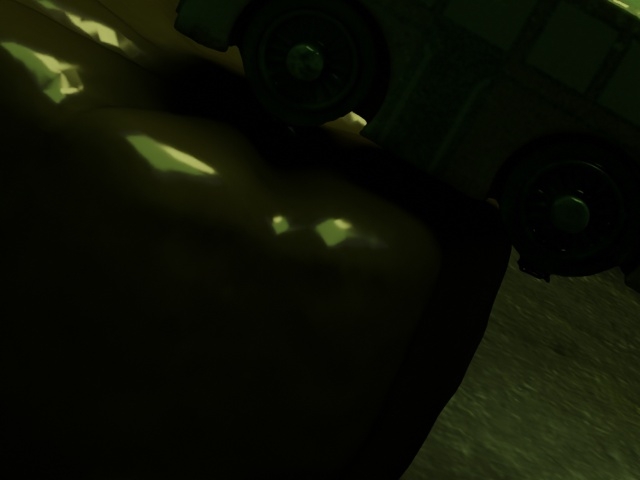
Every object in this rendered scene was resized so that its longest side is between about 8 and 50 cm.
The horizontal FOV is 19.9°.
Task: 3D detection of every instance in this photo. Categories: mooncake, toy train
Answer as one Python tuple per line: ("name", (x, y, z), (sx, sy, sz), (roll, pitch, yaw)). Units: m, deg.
("mooncake", (-0.082, -0.017, 1.011), (0.378, 0.201, 0.378), (21, 24, -10))
("toy train", (0.090, -0.092, 0.924), (0.326, 0.159, 0.129), (30, 22, 3))
